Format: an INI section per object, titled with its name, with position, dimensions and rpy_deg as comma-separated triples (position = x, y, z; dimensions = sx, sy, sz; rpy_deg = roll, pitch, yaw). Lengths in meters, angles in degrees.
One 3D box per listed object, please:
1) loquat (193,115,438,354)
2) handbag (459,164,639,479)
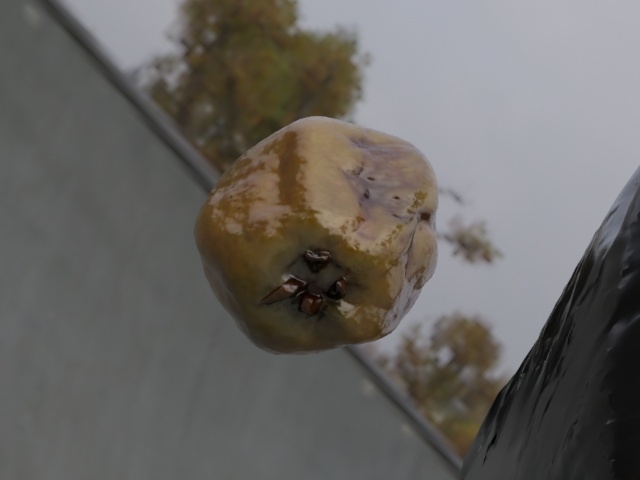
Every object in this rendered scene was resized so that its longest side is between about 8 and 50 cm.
[loquat]
position = 0.000, 0.000, 0.988
dimensions = 0.137, 0.137, 0.113
rpy_deg = 37, -35, 53
[handbag]
position = 0.076, 0.081, 0.527
dimensions = 0.080, 0.223, 0.247
rpy_deg = 26, 40, -5
